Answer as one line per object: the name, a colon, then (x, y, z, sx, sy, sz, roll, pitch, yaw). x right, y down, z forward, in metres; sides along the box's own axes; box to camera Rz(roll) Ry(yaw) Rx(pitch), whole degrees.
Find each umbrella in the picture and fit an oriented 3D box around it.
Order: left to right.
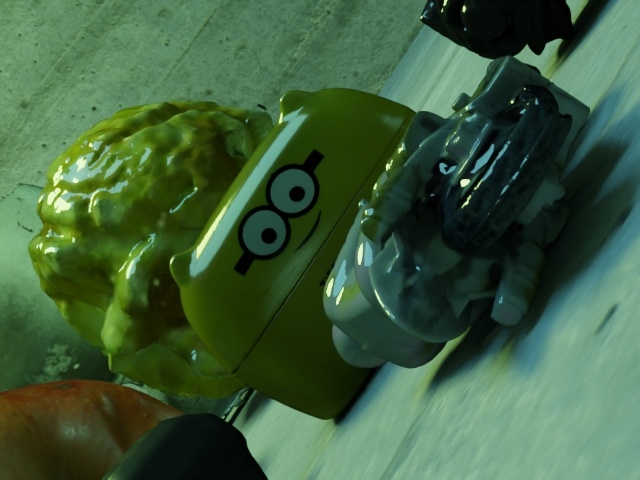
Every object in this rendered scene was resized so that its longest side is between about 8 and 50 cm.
umbrella: (0.164, -0.240, 0.988, 0.118, 0.118, 0.340, -52, 5, 48)

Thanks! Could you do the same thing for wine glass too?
wine glass: (-0.225, 0.093, 1.539, 0.238, 0.323, 0.238, -53, 4, 6)

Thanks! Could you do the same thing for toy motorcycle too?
toy motorcycle: (0.051, -0.005, 0.619, 0.152, 0.073, 0.225, -57, 2, 11)

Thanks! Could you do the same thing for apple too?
apple: (-0.220, 0.190, 1.035, 0.293, 0.163, 0.251, -31, -18, -40)

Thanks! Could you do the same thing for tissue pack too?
tissue pack: (0.000, 0.000, 0.846, 0.178, 0.127, 0.123, -55, 1, 0)

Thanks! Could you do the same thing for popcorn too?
popcorn: (-0.124, 0.001, 1.336, 0.282, 0.282, 0.247, -57, 17, -12)

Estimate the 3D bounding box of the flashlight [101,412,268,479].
flashlight: (-0.147, 0.229, 0.677, 0.424, 0.103, 0.103, -48, -4, -47)
